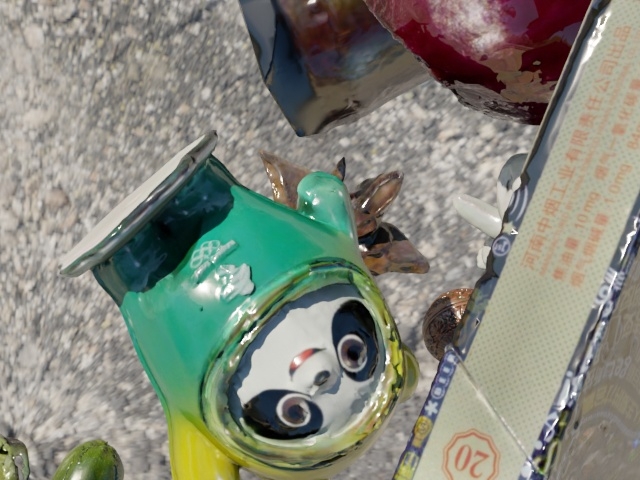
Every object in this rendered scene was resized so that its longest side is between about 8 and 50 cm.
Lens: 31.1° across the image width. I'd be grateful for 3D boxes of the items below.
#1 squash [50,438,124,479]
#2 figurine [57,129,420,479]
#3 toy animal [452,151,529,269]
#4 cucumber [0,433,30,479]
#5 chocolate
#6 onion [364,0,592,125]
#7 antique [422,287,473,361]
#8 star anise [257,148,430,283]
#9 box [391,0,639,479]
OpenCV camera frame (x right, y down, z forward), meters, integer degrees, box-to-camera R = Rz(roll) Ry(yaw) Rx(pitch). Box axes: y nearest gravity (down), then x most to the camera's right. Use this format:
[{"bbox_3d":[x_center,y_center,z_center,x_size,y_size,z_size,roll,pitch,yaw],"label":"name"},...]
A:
[{"bbox_3d":[-0.321,0.371,1.273,0.087,0.087,0.331,36,75,-6],"label":"squash"},{"bbox_3d":[-0.065,0.083,1.106,0.323,0.231,0.340,-43,101,-13],"label":"figurine"},{"bbox_3d":[0.224,-0.040,1.151,0.140,0.282,0.138,-39,60,-6],"label":"toy animal"},{"bbox_3d":[-0.239,0.254,0.801,0.067,0.067,0.245,2,111,-15],"label":"cucumber"},{"bbox_3d":[0.080,-0.361,1.646,0.331,0.383,0.384,-16,83,16],"label":"chocolate"},{"bbox_3d":[0.172,-0.241,0.963,0.282,0.260,0.337,-31,112,9],"label":"onion"},{"bbox_3d":[0.167,0.103,1.345,0.104,0.104,0.104,3,79,-15],"label":"antique"},{"bbox_3d":[0.001,-0.003,1.799,0.349,0.109,0.292,12,115,13],"label":"star anise"},{"bbox_3d":[0.174,0.036,0.690,0.084,0.198,0.310,21,87,35],"label":"box"}]
